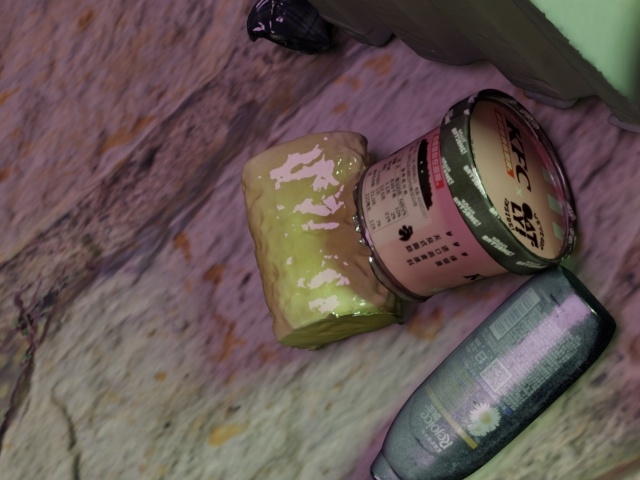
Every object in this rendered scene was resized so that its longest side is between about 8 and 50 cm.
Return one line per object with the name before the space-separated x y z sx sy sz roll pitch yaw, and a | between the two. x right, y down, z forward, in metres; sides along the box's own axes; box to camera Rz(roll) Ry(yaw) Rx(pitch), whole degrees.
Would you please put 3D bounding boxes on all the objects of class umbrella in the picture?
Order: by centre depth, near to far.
umbrella | -0.014 -0.280 1.474 0.071 0.080 0.224 -2 74 64

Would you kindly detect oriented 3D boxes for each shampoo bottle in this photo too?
shampoo bottle | 0.134 0.124 1.324 0.233 0.049 0.087 -46 65 14

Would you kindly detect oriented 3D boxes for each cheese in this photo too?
cheese | 0.000 0.000 1.395 0.123 0.094 0.167 -20 72 27

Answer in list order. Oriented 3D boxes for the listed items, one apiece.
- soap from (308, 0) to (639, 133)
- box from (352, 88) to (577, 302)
soap | 0.083 -0.279 1.207 0.350 0.435 0.213 25 88 34
box | 0.110 -0.028 1.313 0.135 0.151 0.151 -24 70 31
